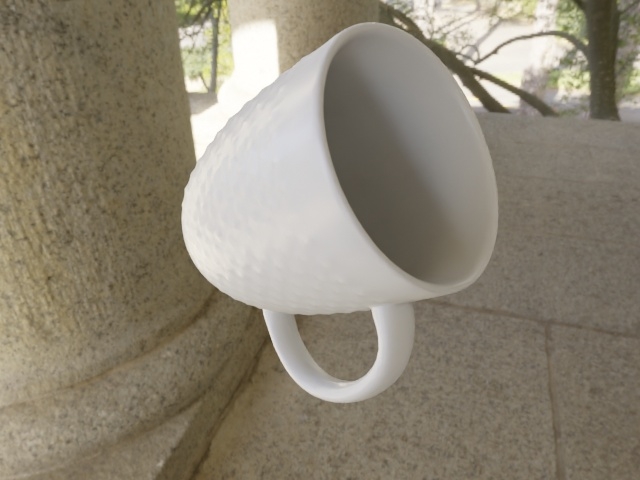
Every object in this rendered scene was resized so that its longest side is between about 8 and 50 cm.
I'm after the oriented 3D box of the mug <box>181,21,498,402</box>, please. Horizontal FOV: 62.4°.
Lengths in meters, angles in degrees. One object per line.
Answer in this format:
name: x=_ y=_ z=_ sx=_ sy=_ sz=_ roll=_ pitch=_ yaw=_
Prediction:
mug: x=0.000 y=0.000 z=0.620 sx=0.276 sy=0.373 sz=0.328 roll=-4 pitch=-11 yaw=-44
